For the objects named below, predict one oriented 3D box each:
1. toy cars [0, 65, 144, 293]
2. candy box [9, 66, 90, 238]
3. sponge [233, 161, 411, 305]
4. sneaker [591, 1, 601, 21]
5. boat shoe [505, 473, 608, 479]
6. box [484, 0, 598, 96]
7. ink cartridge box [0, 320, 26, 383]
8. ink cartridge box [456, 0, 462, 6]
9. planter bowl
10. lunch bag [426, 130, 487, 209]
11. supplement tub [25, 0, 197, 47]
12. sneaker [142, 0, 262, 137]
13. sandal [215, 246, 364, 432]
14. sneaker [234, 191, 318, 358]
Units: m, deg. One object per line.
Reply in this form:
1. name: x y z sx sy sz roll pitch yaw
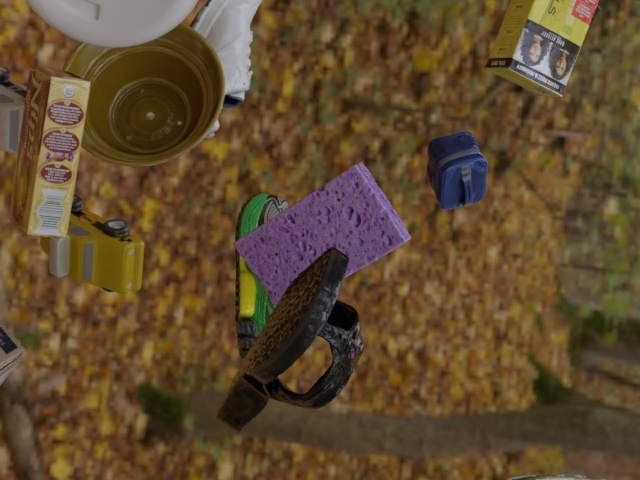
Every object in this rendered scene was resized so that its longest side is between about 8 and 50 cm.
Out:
1. toy cars: -0.386 -0.080 1.861 0.087 0.176 0.393 -26 84 -47
2. candy box: -0.320 -0.105 1.589 0.109 0.053 0.186 -150 -112 -62
3. sponge: 0.000 0.000 1.721 0.117 0.210 0.031 57 26 -2
4. sneaker: 0.384 -0.341 2.077 0.081 0.090 0.232 -76 169 -54
5. boat shoe: 0.243 0.338 1.660 0.302 0.103 0.113 -10 74 -41
6. box: 0.273 -0.287 1.548 0.058 0.087 0.232 14 -98 65
7. ink cartridge box: -0.543 0.159 1.899 0.235 0.193 0.088 -45 175 40
8. ink cartridge box: 0.198 -0.451 1.803 0.171 0.056 0.235 130 -52 -84
9. planter bowl: -0.229 -0.180 1.780 0.090 0.217 0.217 84 15 -70
10. lunch bag: 0.178 -0.085 1.760 0.098 0.067 0.065 84 -11 -50
11. supplement tub: -0.224 -0.382 1.598 0.316 0.228 0.228 -81 173 -61
12. sneaker: -0.153 -0.262 1.981 0.297 0.129 0.111 -61 -174 -31
13. sandal: -0.019 0.130 1.566 0.167 0.107 0.446 -61 -178 -22
14. sneaker: -0.063 0.055 2.158 0.343 0.146 0.134 -95 -176 -46
